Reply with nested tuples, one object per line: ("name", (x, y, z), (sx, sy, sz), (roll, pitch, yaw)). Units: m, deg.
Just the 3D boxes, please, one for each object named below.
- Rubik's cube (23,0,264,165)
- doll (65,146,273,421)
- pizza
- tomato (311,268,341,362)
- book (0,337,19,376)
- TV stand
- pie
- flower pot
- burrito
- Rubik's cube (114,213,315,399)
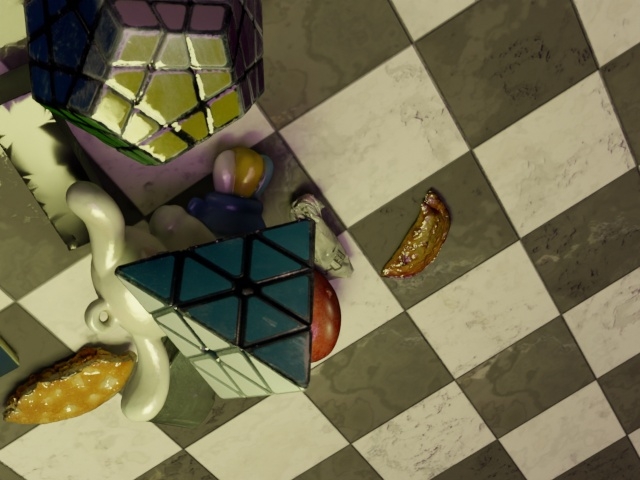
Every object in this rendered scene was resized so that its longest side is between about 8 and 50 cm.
("Rubik's cube", (-0.218, -0.247, 1.353), (0.264, 0.319, 0.319), (-8, 135, -52))
("doll", (-0.189, 0.042, 1.594), (0.365, 0.187, 0.376), (-29, 140, -32))
("pizza", (-0.422, 0.246, 1.801), (0.246, 0.058, 0.127), (-34, 132, 8))
("tomato", (-0.040, 0.134, 1.800), (0.167, 0.167, 0.167), (-11, 130, -13))
("book", (-0.734, 0.205, 1.657), (0.428, 0.039, 0.300), (-28, 131, 1))
("TV stand", (-0.384, -0.114, 1.517), (0.088, 0.083, 0.269), (-25, 132, -2))
("pie", (0.184, 0.000, 1.866), (0.088, 0.033, 0.191), (9, 123, -32))
("flower pot", (-0.233, 0.226, 1.831), (0.108, 0.103, 0.229), (15, 121, -30))
("burrito", (0.001, 0.001, 1.775), (0.064, 0.064, 0.203), (-26, 132, -1))
("Rubik's cube", (-0.115, 0.106, 1.491), (0.228, 0.233, 0.228), (-17, 177, 18))
